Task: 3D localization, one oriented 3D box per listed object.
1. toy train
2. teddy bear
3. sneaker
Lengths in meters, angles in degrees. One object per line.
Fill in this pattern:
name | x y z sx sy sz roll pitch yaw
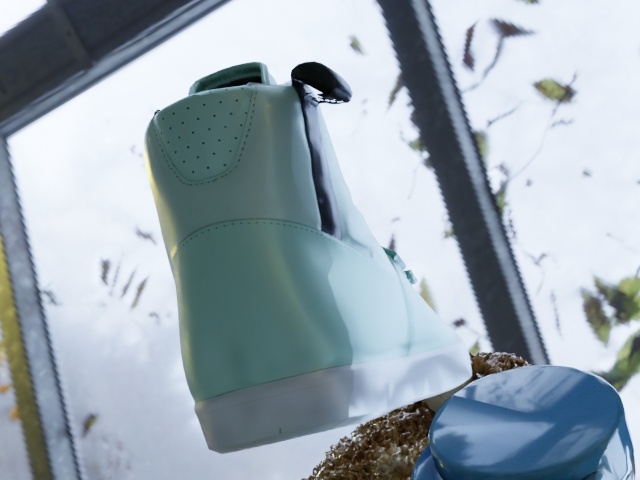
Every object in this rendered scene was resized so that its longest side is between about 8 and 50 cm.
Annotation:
toy train | 0.098 0.137 0.281 0.105 0.248 0.143 -24 -64 -7
teddy bear | 0.044 0.201 1.078 0.338 0.245 0.113 -39 -99 15
sneaker | 0.000 0.000 0.545 0.094 0.256 0.151 -14 -95 10
